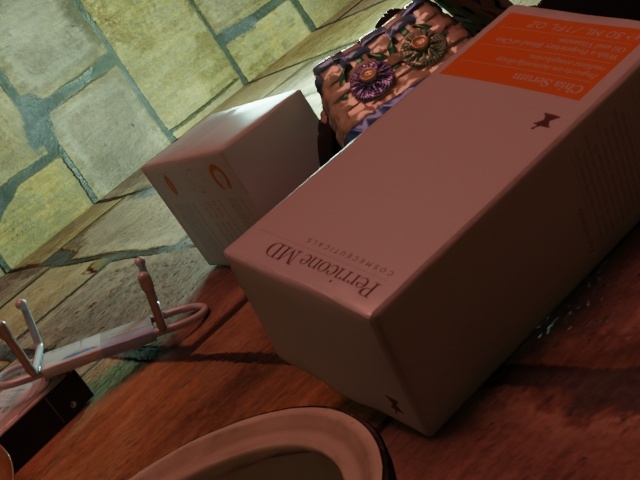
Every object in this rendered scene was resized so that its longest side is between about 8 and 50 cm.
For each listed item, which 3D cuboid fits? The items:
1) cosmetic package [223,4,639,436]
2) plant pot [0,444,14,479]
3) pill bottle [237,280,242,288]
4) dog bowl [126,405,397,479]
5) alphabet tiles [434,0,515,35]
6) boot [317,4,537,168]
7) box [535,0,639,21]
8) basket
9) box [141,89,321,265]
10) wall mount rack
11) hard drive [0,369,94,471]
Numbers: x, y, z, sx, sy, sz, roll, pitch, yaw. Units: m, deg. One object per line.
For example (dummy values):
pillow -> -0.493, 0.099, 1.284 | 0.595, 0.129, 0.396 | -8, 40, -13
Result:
cosmetic package -> 0.155, -0.043, 1.130 | 0.453, 0.161, 0.230 | -42, 37, -23
plant pot -> -0.514, 0.358, 1.495 | 0.236, 0.032, 0.236 | -11, 37, 8
pill bottle -> 0.000, 0.000, 1.495 | 0.221, 0.124, 0.124 | -40, 17, -24
dog bowl -> -0.090, 0.300, 0.755 | 0.408, 0.150, 0.408 | -31, 17, 11
alphabet tiles -> 0.243, -0.252, 1.357 | 0.237, 0.198, 0.009 | 27, 89, 48
boot -> 0.165, -0.210, 1.593 | 0.260, 0.131, 0.348 | 10, 58, 31
box -> 0.459, -0.393, 1.422 | 0.343, 0.179, 0.312 | -47, -6, -38
basket -> 0.133, -0.134, 1.400 | 0.255, 0.289, 0.201 | -35, -17, -2
box -> -0.112, -0.090, 1.808 | 0.168, 0.215, 0.345 | -41, 18, -22
wall mount rack -> -0.344, 0.118, 1.664 | 0.350, 0.130, 0.304 | -20, 10, -8
hard drive -> -0.523, 0.326, 1.694 | 0.237, 0.064, 0.339 | -13, 27, 52
